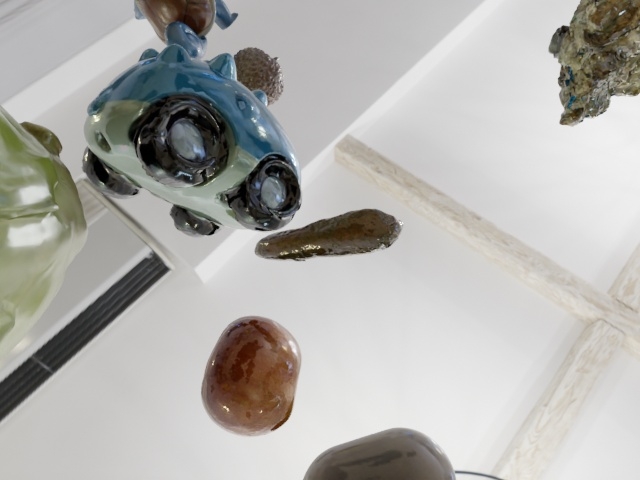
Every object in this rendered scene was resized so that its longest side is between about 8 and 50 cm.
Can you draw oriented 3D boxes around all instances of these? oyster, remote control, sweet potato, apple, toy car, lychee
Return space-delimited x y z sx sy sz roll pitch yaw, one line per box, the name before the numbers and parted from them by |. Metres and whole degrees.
oyster | 0.384 -0.263 0.576 0.198 0.259 0.092 15 -140 -35
remote control | 0.120 0.522 0.965 0.333 0.103 0.220 -14 -121 -7
sweet potato | 0.000 0.000 0.771 0.274 0.075 0.075 -11 -120 22
apple | -0.111 0.232 0.800 0.162 0.201 0.201 21 -115 3
toy car | -0.135 -0.116 0.550 0.189 0.255 0.189 -5 -118 44
lychee | -0.171 -0.443 1.259 0.165 0.165 0.197 37 -105 21

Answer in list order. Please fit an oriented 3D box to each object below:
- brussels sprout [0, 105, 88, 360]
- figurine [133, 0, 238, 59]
brussels sprout | -0.317 0.001 0.321 0.273 0.317 0.242 -46 -68 -8
figurine | -0.401 -0.645 1.280 0.298 0.243 0.415 -29 -98 26
